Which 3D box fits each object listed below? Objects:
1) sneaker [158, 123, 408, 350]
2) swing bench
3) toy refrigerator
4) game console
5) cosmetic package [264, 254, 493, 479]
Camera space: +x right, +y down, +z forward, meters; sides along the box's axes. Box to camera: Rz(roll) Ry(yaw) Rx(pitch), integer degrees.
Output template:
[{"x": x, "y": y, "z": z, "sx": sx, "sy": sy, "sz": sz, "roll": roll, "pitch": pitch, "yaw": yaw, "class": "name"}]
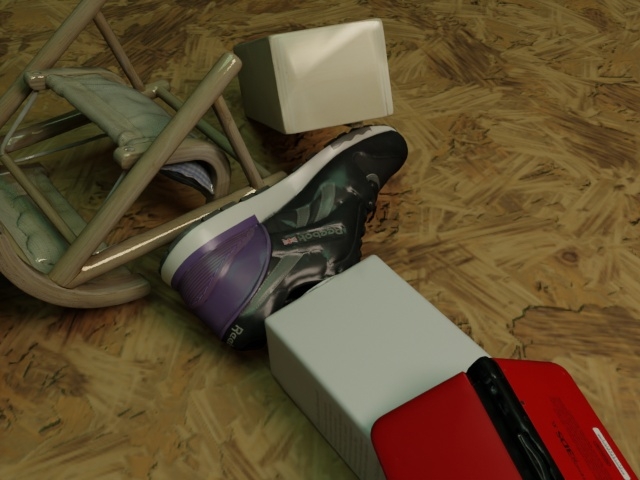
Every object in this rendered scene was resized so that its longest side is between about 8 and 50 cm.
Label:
[{"x": 0.000, "y": 0.000, "z": 0.642, "sx": 0.283, "sy": 0.107, "sz": 0.124, "roll": -36, "pitch": 75, "yaw": -28, "class": "sneaker"}, {"x": -0.216, "y": -0.086, "z": 0.651, "sx": 0.255, "sy": 0.165, "sz": 0.253, "roll": -40, "pitch": 53, "yaw": -14, "class": "swing bench"}, {"x": -0.019, "y": -0.167, "z": 0.711, "sx": 0.102, "sy": 0.094, "sz": 0.269, "roll": -12, "pitch": 16, "yaw": -11, "class": "toy refrigerator"}, {"x": 0.121, "y": 0.152, "z": 0.417, "sx": 0.124, "sy": 0.085, "sz": 0.144, "roll": 10, "pitch": 40, "yaw": -34, "class": "game console"}, {"x": 0.070, "y": 0.125, "z": 0.511, "sx": 0.117, "sy": 0.085, "sz": 0.231, "roll": -28, "pitch": 50, "yaw": -24, "class": "cosmetic package"}]
